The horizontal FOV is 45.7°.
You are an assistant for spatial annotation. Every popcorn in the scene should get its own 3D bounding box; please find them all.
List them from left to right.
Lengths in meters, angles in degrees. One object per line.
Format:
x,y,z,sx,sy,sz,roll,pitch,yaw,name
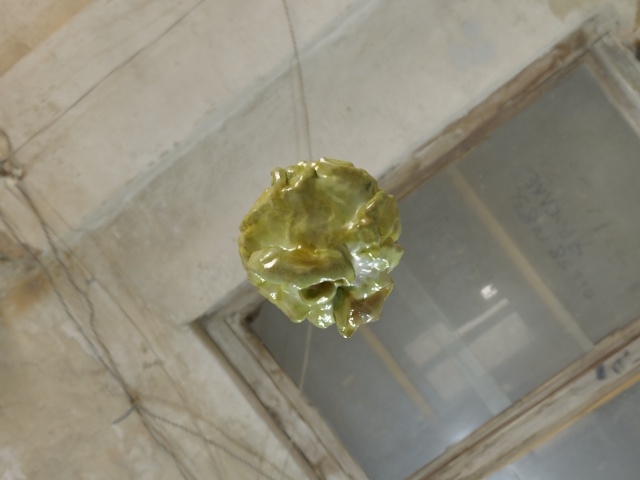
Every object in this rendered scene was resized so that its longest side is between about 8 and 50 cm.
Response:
0.000,0.000,0.633,0.162,0.142,0.135,1,-157,-44,popcorn
